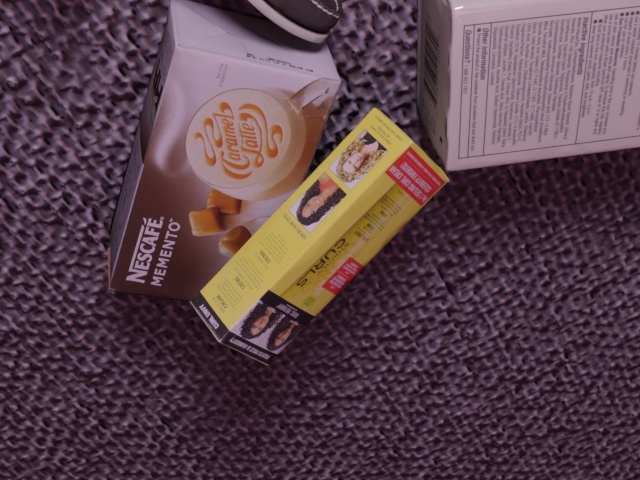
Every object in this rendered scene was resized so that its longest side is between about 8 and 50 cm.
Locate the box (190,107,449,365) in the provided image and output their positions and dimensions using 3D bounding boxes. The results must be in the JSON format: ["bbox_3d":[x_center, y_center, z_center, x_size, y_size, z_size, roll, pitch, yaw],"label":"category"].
[{"bbox_3d":[0.000,0.000,0.885,0.232,0.058,0.087,-46,144,5],"label":"box"}]

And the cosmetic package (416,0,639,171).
[{"bbox_3d":[0.246,-0.169,0.885,0.310,0.113,0.160,-7,128,-7],"label":"cosmetic package"}]

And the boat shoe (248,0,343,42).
[{"bbox_3d":[-0.057,-0.242,0.785,0.069,0.081,0.228,-40,122,22],"label":"boat shoe"}]

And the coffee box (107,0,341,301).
[{"bbox_3d":[-0.093,-0.068,0.897,0.141,0.098,0.246,11,124,-19],"label":"coffee box"}]
